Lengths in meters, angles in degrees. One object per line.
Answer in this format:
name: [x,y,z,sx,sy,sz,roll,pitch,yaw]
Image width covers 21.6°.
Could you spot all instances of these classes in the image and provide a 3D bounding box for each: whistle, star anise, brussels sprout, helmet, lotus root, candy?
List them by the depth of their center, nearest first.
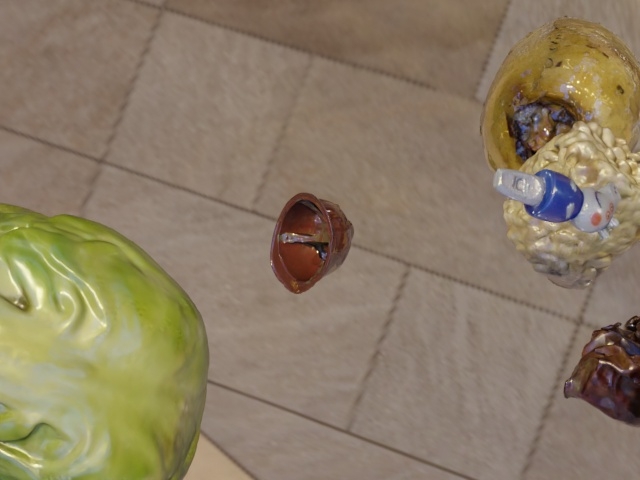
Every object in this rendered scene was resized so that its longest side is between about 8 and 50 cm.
whistle: [0.132,-0.025,0.929,0.083,0.029,0.033,16,79,-26]
brussels sprout: [-0.166,0.075,1.008,0.223,0.223,0.161,32,64,18]
star anise: [0.253,0.089,1.092,0.190,0.220,0.126,-20,111,-9]
candy: [0.179,-0.025,1.159,0.110,0.095,0.085,-36,28,37]
lotus root: [0.219,-0.115,1.501,0.146,0.284,0.160,6,105,12]
helmet: [0.000,0.000,1.720,0.089,0.057,0.111,54,133,28]
